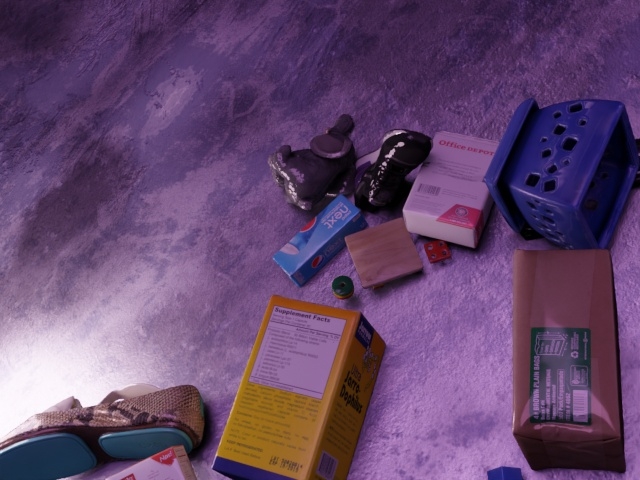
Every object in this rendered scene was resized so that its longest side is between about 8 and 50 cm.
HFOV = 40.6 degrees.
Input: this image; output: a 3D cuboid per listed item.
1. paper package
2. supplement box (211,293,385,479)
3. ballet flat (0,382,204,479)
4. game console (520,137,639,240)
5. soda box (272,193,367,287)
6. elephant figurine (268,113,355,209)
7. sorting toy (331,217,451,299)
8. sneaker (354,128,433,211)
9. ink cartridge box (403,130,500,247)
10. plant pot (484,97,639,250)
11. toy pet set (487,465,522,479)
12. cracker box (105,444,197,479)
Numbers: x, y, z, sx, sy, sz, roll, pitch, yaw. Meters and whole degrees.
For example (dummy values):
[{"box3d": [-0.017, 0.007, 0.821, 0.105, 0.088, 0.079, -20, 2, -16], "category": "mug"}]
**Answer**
[{"box3d": [0.426, 0.211, 1.484, 0.168, 0.309, 0.325, -3, 64, 20], "category": "paper package"}, {"box3d": [-0.032, 0.314, 1.677, 0.194, 0.195, 0.357, 10, 69, 25], "category": "supplement box"}, {"box3d": [-0.473, 0.399, 1.848, 0.482, 0.164, 0.182, -12, 39, 9], "category": "ballet flat"}, {"box3d": [0.568, -0.131, 1.767, 0.361, 0.044, 0.213, -12, 62, 16], "category": "game console"}, {"box3d": [0.000, 0.000, 1.903, 0.210, 0.067, 0.071, -43, 57, -5], "category": "soda box"}, {"box3d": [0.016, -0.182, 1.952, 0.239, 0.169, 0.186, -27, 85, -12], "category": "elephant figurine"}, {"box3d": [0.144, 0.031, 1.835, 0.274, 0.046, 0.132, -19, 58, -2], "category": "sorting toy"}, {"box3d": [0.152, -0.136, 1.826, 0.107, 0.283, 0.124, 16, 71, -14], "category": "sneaker"}, {"box3d": [0.284, -0.110, 1.814, 0.158, 0.092, 0.218, 15, 64, 21], "category": "ink cartridge box"}, {"box3d": [0.457, -0.127, 1.654, 0.212, 0.236, 0.236, 16, 73, 34], "category": "plant pot"}, {"box3d": [0.341, 0.463, 1.531, 0.122, 0.065, 0.114, -10, 61, 16], "category": "toy pet set"}, {"box3d": [-0.304, 0.541, 1.699, 0.155, 0.067, 0.232, -27, 77, 7], "category": "cracker box"}]
